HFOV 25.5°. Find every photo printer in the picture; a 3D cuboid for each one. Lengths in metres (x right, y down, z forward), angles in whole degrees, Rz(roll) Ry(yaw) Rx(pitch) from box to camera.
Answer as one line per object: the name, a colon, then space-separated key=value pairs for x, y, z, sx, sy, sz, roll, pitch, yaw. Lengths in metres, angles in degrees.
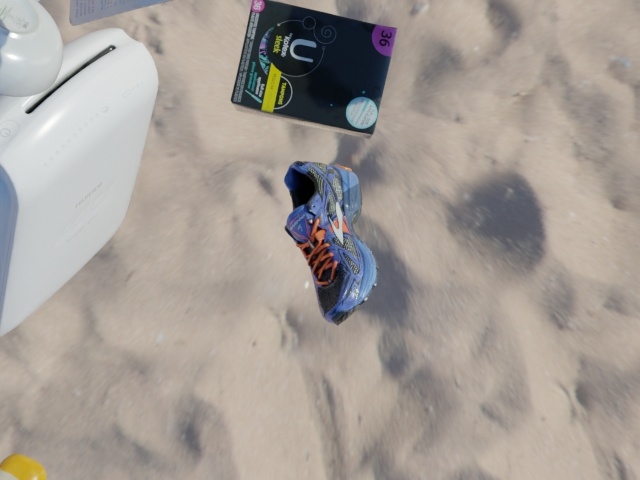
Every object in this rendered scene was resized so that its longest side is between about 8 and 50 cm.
photo printer: x=-0.287 y=-0.069 z=1.494 sx=0.107 sy=0.256 sz=0.307 roll=34 pitch=139 yaw=10

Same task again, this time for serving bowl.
serving bowl: x=-0.184 y=-0.123 z=0.814 sx=0.083 sy=0.083 sz=0.027 roll=42 pitch=127 yaw=-2

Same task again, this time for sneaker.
sneaker: x=0.000 y=0.000 z=1.560 sx=0.087 sy=0.221 sz=0.083 roll=21 pitch=129 yaw=-33

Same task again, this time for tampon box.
tampon box: x=-0.007 y=-0.187 z=1.556 sx=0.161 sy=0.101 sz=0.120 roll=12 pitch=91 yaw=0

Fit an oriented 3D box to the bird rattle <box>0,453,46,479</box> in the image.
bird rattle: x=-0.248 y=0.263 z=0.977 sx=0.143 sy=0.207 sz=0.253 roll=20 pitch=134 yaw=17

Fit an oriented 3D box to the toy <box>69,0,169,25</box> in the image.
toy: x=-0.030 y=-0.182 z=0.671 sx=0.056 sy=0.237 sz=0.136 roll=7 pitch=82 yaw=-42
